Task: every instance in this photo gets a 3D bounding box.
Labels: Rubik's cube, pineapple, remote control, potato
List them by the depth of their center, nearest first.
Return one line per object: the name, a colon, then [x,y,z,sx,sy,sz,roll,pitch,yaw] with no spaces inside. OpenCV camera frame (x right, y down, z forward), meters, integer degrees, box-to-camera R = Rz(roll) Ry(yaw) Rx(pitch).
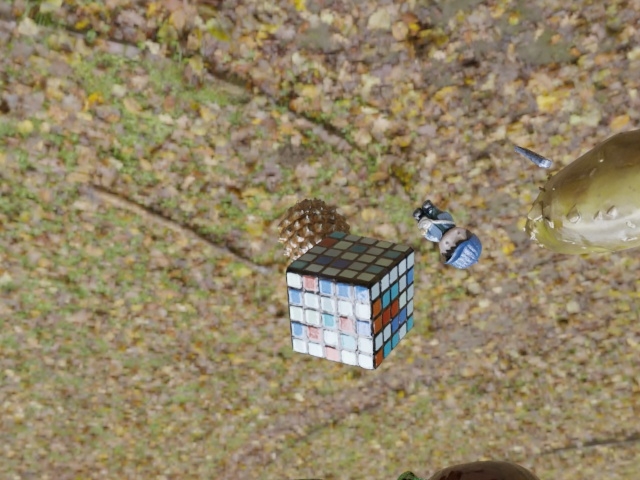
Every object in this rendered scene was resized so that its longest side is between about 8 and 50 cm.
potato: [0.381,-0.061,0.946,0.191,0.141,0.296,-17,175,-46]
Rubik's cube: [0.058,0.109,1.440,0.184,0.187,0.182,12,118,29]
pineapple: [0.000,0.000,1.648,0.166,0.193,0.166,-25,136,-27]
remote control: [0.591,-0.233,2.130,0.043,0.152,0.027,7,111,-18]

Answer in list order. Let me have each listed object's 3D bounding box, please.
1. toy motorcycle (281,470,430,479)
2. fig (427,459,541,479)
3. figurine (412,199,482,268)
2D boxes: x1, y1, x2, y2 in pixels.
toy motorcycle: [0.057,0.253,0.669,0.190,0.106,0.074,10,138,-26]
fig: [0.274,0.472,1.278,0.234,0.214,0.235,2,124,3]
figurine: [0.242,-0.008,1.480,0.086,0.149,0.087,-41,154,-4]
